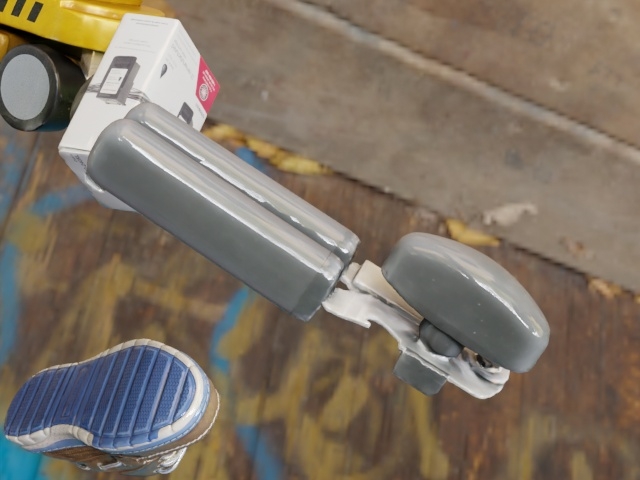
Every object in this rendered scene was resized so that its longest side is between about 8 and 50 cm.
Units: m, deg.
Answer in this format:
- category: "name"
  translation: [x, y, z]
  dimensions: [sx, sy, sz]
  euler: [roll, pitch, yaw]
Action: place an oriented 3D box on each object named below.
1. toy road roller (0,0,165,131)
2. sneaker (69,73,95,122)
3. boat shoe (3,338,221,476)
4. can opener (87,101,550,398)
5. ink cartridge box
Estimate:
- category: "toy road roller"
  translation: [-0.317, -0.265, 1.559]
  dimensions: [0.330, 0.240, 0.202]
  euler: [21, -166, 30]
- category: "sneaker"
  translation: [-0.114, -0.065, 1.357]
  dimensions: [0.163, 0.106, 0.281]
  euler: [24, 168, 38]
- category: "boat shoe"
  translation: [-0.108, 0.101, 0.790]
  dimensions: [0.066, 0.066, 0.183]
  euler: [36, 153, -32]
- category: "can opener"
  translation: [0.000, 0.000, 0.796]
  dimensions: [0.280, 0.074, 0.093]
  euler: [30, 113, 4]
- category: "ink cartridge box"
  translation: [-0.162, -0.112, 1.241]
  dimensions: [0.063, 0.150, 0.109]
  euler: [11, 155, 24]
